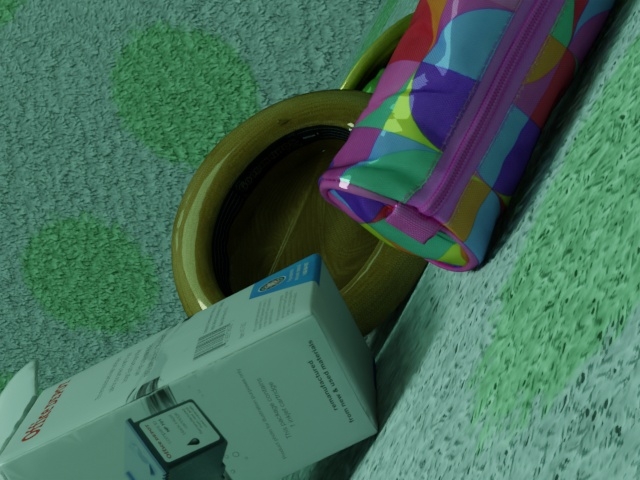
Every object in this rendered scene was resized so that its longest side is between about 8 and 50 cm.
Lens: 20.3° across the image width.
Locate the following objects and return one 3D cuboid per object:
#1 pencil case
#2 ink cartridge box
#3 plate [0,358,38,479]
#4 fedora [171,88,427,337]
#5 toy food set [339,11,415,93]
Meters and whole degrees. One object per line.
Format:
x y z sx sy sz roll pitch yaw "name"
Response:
0.090 -0.102 0.919 0.236 0.104 0.104 -63 5 -6 "pencil case"
-0.069 0.094 0.996 0.191 0.082 0.139 -28 10 7 "ink cartridge box"
-0.188 0.255 1.058 0.278 0.045 0.277 -105 18 -61 "plate"
0.000 0.000 1.136 0.194 0.194 0.079 -62 -32 -13 "fedora"
0.046 -0.075 1.420 0.218 0.071 0.128 -57 -18 22 "toy food set"
